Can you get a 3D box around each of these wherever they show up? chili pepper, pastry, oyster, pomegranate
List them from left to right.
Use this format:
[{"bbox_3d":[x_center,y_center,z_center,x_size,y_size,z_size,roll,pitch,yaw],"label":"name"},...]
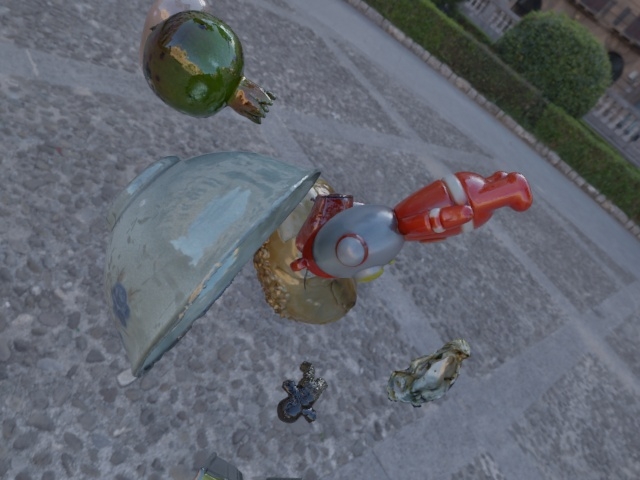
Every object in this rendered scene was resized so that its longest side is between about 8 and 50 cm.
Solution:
[{"bbox_3d":[-0.168,-0.248,0.712,0.205,0.159,0.159,31,33,-14],"label":"pomegranate"},{"bbox_3d":[-0.044,0.034,1.258,0.409,0.245,0.409,-12,90,-79],"label":"pastry"},{"bbox_3d":[0.000,0.000,0.857,0.086,0.192,0.084,15,7,-32],"label":"chili pepper"},{"bbox_3d":[0.307,0.384,1.388,0.294,0.166,0.094,-5,17,-25],"label":"oyster"}]

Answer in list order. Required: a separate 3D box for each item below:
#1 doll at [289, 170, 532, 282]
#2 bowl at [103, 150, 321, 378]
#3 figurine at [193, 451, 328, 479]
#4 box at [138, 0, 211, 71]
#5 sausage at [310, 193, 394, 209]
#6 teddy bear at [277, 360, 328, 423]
[{"bbox_3d":[0.112,-0.015,0.662,0.200,0.336,0.105,-57,127,-78],"label":"doll"},{"bbox_3d":[-0.153,-0.009,0.547,0.146,0.313,0.313,40,32,-3],"label":"bowl"},{"bbox_3d":[-0.077,0.451,0.698,0.285,0.342,0.167,28,49,1],"label":"figurine"},{"bbox_3d":[-0.291,-0.403,0.946,0.088,0.200,0.146,39,48,-3],"label":"box"},{"bbox_3d":[0.096,-0.072,1.080,0.253,0.034,0.034,11,41,-19],"label":"sausage"},{"bbox_3d":[-0.036,0.367,1.129,0.119,0.078,0.160,51,46,-5],"label":"teddy bear"}]
